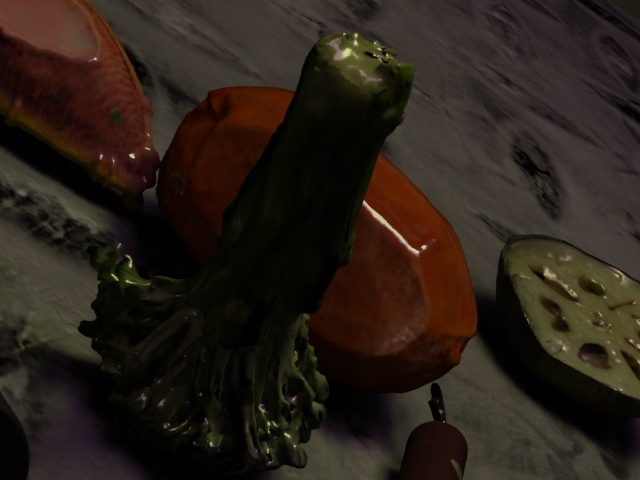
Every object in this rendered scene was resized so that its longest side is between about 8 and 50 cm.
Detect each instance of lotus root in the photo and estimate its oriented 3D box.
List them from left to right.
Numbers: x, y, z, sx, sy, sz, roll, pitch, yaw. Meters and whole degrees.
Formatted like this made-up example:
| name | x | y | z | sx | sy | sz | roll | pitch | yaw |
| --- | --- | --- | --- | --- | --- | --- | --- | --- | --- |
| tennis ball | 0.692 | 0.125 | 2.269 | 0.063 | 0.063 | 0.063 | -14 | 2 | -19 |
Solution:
| name | x | y | z | sx | sy | sz | roll | pitch | yaw |
| --- | --- | --- | --- | --- | --- | --- | --- | --- | --- |
| lotus root | 0.229 | 0.089 | 1.569 | 0.203 | 0.078 | 0.183 | 30 | 34 | -7 |

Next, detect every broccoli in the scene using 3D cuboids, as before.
| name | x | y | z | sx | sy | sz | roll | pitch | yaw |
| --- | --- | --- | --- | --- | --- | --- | --- | --- | --- |
| broccoli | -0.026 | 0.006 | 1.048 | 0.165 | 0.304 | 0.145 | -8 | 47 | -39 |

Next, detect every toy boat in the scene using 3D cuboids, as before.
| name | x | y | z | sx | sy | sz | roll | pitch | yaw |
| --- | --- | --- | --- | --- | --- | --- | --- | --- | --- |
| toy boat | -0.232 | -0.154 | 1.344 | 0.141 | 0.099 | 0.318 | -29 | 64 | -37 |

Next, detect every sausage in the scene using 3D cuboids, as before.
| name | x | y | z | sx | sy | sz | roll | pitch | yaw |
| --- | --- | --- | --- | --- | --- | --- | --- | --- | --- |
| sausage | 0.000 | 0.000 | 1.289 | 0.268 | 0.153 | 0.141 | 43 | 9 | 8 |

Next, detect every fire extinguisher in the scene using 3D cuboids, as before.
| name | x | y | z | sx | sy | sz | roll | pitch | yaw |
| --- | --- | --- | --- | --- | --- | --- | --- | --- | --- |
| fire extinguisher | 0.075 | 0.169 | 1.204 | 0.157 | 0.045 | 0.078 | -70 | 150 | -62 |

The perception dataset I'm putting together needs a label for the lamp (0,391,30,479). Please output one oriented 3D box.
| name | x | y | z | sx | sy | sz | roll | pitch | yaw |
| --- | --- | --- | --- | --- | --- | --- | --- | --- | --- |
| lamp | -0.241 | 0.064 | 0.716 | 0.272 | 0.205 | 0.374 | 36 | 38 | 11 |
